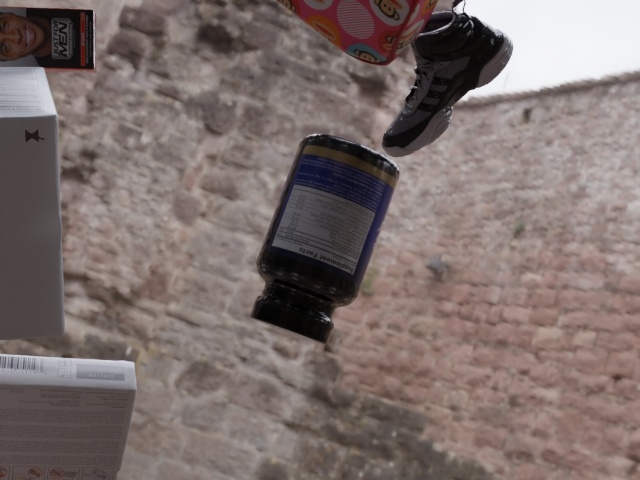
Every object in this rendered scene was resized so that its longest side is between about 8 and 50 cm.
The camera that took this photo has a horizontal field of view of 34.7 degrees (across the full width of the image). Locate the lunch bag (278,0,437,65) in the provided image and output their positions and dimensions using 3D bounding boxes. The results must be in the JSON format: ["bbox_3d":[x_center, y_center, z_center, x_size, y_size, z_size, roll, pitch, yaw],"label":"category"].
[{"bbox_3d":[0.027,-0.390,1.349,0.293,0.120,0.258,38,-24,5],"label":"lunch bag"}]

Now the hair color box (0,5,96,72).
[{"bbox_3d":[-0.333,-0.233,1.191,0.141,0.072,0.043,-1,4,-8],"label":"hair color box"}]

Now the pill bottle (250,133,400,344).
[{"bbox_3d":[0.000,0.000,1.161,0.122,0.219,0.123,20,-6,2],"label":"pill bottle"}]

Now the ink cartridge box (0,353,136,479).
[{"bbox_3d":[-0.326,0.235,1.231,0.181,0.056,0.225,5,-52,-17],"label":"ink cartridge box"}]

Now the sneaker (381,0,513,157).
[{"bbox_3d":[0.165,-0.263,1.627,0.153,0.268,0.101,37,17,-29],"label":"sneaker"}]

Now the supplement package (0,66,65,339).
[{"bbox_3d":[-0.345,-0.044,0.943,0.198,0.199,0.263,-3,18,-17],"label":"supplement package"}]
